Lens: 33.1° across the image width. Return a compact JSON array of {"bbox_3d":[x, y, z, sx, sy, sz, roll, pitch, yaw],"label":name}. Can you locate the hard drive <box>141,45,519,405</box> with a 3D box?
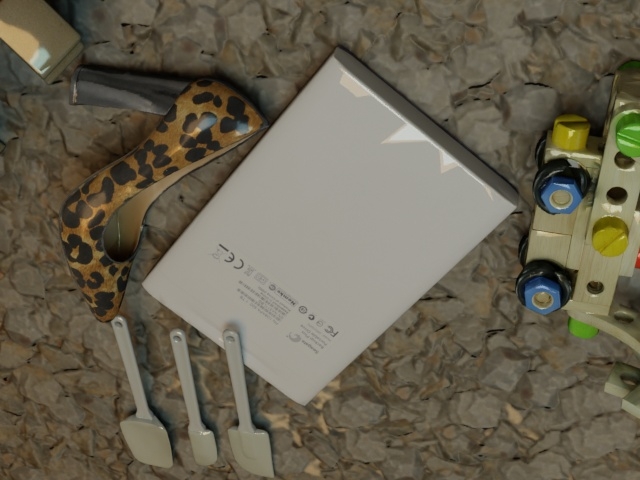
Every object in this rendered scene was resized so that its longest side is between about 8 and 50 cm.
[{"bbox_3d":[0.000,0.000,1.015,0.210,0.040,0.318,38,121,-9],"label":"hard drive"}]

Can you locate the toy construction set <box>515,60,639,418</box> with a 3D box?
[{"bbox_3d":[0.279,-0.006,0.894,0.215,0.151,0.327,8,110,8],"label":"toy construction set"}]

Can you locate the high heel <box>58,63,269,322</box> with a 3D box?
[{"bbox_3d":[-0.143,-0.027,0.999,0.186,0.093,0.261,10,112,15],"label":"high heel"}]

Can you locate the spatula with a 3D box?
[{"bbox_3d":[-0.141,0.171,1.136,0.168,0.019,0.242,7,134,14],"label":"spatula"}]

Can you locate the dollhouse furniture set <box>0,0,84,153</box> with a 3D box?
[{"bbox_3d":[-0.338,-0.125,0.919,0.135,0.262,0.259,43,86,-10],"label":"dollhouse furniture set"}]
